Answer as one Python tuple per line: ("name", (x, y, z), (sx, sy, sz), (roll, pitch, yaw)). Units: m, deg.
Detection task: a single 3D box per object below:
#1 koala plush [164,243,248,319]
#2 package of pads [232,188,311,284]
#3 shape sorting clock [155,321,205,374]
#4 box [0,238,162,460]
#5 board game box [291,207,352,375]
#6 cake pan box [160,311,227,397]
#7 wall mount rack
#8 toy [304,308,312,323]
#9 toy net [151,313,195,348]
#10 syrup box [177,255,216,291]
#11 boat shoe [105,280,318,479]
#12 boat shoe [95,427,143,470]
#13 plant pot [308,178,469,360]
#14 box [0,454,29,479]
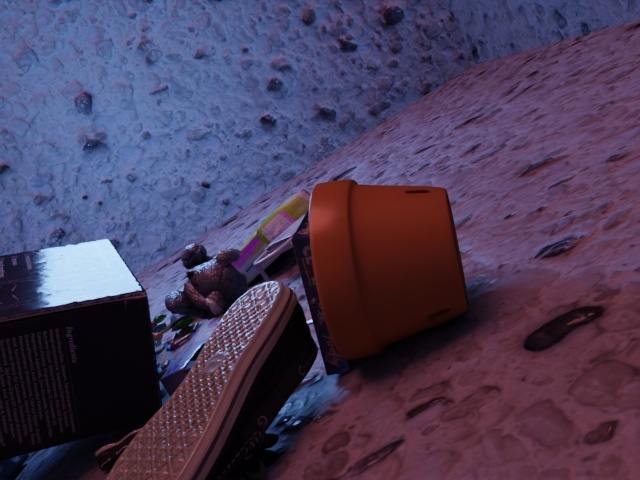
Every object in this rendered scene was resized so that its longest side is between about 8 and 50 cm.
("koala plush", (-0.262, 0.105, 1.717), (0.221, 0.203, 0.196), (143, 145, -67))
("package of pads", (-0.138, -0.011, 2.034), (0.229, 0.101, 0.296), (-43, 3, 41))
("shape sorting clock", (-0.369, 0.274, 1.736), (0.206, 0.040, 0.206), (-30, 13, 7))
("box", (-0.633, 0.215, 1.466), (0.471, 0.298, 0.480), (-11, 18, -23))
("board game box", (0.014, 0.079, 1.154), (0.042, 0.243, 0.165), (-10, 18, 12))
("cake pan box", (-0.195, 0.222, 1.487), (0.245, 0.070, 0.267), (-28, 13, 23))
("wall mount rack", (0.000, 0.000, 1.768), (0.304, 0.130, 0.350), (-24, 14, 43))
("toy", (0.050, 0.097, 1.424), (0.237, 0.056, 0.137), (-21, 15, 36))
("toy net", (-0.436, 0.255, 1.847), (0.122, 0.045, 0.232), (-18, -19, -48))
("syrup box", (-0.342, 0.135, 2.075), (0.096, 0.093, 0.237), (-27, 14, 18))
("boat shoe", (-0.147, 0.279, 0.996), (0.186, 0.156, 0.500), (-12, 34, 42))
("boat shoe", (-0.366, 0.393, 1.294), (0.125, 0.038, 0.046), (-26, -29, -3))
("plant pot", (0.118, 0.031, 1.089), (0.203, 0.291, 0.291), (-11, 17, 12))
("box", (-0.793, 0.471, 1.525), (0.059, 0.233, 0.183), (-40, 9, 18))
